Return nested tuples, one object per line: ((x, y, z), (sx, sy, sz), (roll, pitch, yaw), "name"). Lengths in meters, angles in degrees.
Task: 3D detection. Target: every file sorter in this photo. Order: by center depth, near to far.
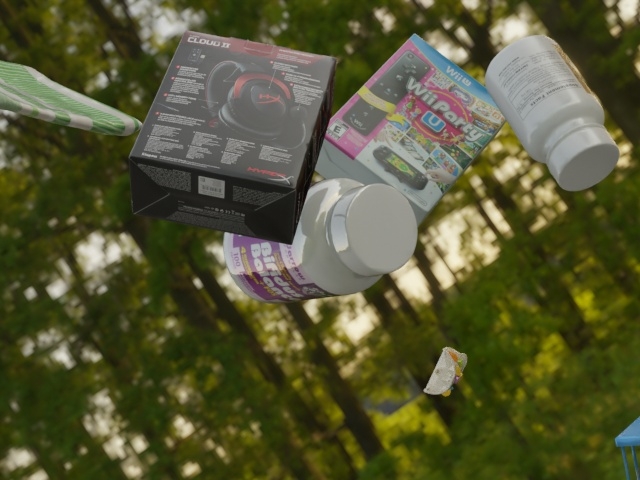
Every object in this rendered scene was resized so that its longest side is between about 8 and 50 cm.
((0.469, 0.277, 1.711), (0.118, 0.105, 0.170), (-10, 2, 30), "file sorter")

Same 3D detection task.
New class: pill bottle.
((0.000, 0.000, 1.929), (0.169, 0.169, 0.301), (-29, 10, -34), "pill bottle")
((0.354, -0.191, 2.017), (0.131, 0.229, 0.131), (-17, -36, -13), "pill bottle")

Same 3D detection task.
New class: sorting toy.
((0.218, 0.217, 2.199), (0.075, 0.045, 0.083), (-14, -49, -60), "sorting toy")

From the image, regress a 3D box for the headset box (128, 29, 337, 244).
((-0.106, -0.151, 1.761), (0.110, 0.218, 0.293), (96, -173, -48), "headset box")

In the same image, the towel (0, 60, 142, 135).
((-0.423, -0.212, 1.833), (0.325, 0.247, 0.038), (10, -75, -63), "towel")

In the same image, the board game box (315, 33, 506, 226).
((0.150, -0.178, 2.224), (0.303, 0.224, 0.097), (-48, -7, -37), "board game box")
